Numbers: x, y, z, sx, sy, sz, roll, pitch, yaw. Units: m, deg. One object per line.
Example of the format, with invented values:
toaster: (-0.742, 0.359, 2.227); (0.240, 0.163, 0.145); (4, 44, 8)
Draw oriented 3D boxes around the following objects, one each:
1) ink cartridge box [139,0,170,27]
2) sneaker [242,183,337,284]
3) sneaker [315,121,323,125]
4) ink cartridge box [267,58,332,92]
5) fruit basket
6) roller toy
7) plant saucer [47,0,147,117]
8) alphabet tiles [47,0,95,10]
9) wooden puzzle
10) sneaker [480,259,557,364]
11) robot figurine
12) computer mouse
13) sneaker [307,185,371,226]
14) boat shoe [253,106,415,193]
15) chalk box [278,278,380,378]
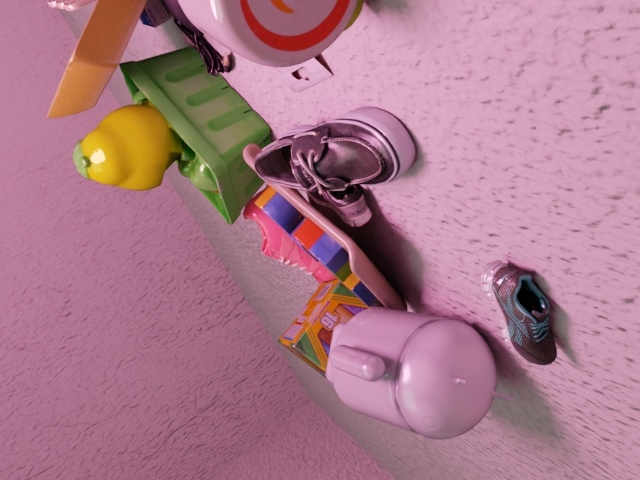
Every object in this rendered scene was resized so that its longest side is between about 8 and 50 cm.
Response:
ink cartridge box: (-0.404, -0.563, 1.650); (0.097, 0.046, 0.207); (33, 156, 57)
sneaker: (-0.064, 0.016, 1.753); (0.313, 0.136, 0.116); (56, 167, -12)
sneaker: (0.009, -0.159, 1.303); (0.083, 0.037, 0.032); (61, 166, -23)
ink cartridge box: (-0.084, -0.338, 1.193); (0.232, 0.066, 0.189); (35, 171, -17)
fruit basket: (-0.326, -0.198, 1.623); (0.392, 0.392, 0.283); (48, 165, 22)
roller toy: (-0.065, -0.306, 0.866); (0.146, 0.191, 0.209); (40, 161, 46)
plant saucer: (-0.414, -0.411, 1.503); (0.081, 0.332, 0.333); (25, 160, -20)
alphabet tiles: (-0.237, -0.378, 1.071); (0.284, 0.278, 0.021); (30, 148, 56)
wooden puzzle: (0.000, 0.000, 1.468); (0.348, 0.080, 0.322); (46, 180, 32)
sneaker: (0.277, 0.103, 1.024); (0.166, 0.065, 0.076); (56, 162, -16)
robot figurine: (0.157, 0.225, 1.333); (0.353, 0.300, 0.199); (5, 87, 52)
computer mouse: (-0.240, -0.409, 1.460); (0.184, 0.060, 0.262); (52, 166, 7)
sneaker: (0.027, -0.093, 1.360); (0.170, 0.063, 0.074); (42, 155, 44)
boat shoe: (0.011, -0.117, 1.173); (0.335, 0.119, 0.121); (1, 124, 60)
chalk box: (0.085, 0.238, 1.648); (0.289, 0.179, 0.180); (39, 168, -7)
